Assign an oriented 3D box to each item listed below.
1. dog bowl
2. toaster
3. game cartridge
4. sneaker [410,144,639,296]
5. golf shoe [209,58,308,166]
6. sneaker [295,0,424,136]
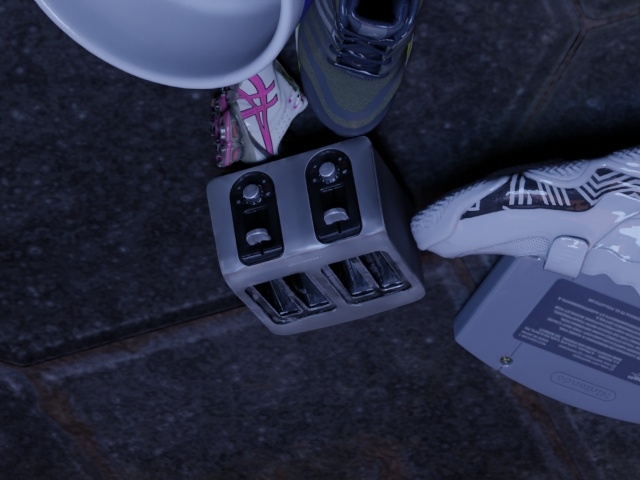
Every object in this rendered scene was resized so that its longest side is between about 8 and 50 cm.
[{"bbox_3d":[-0.123,-0.255,1.603,0.265,0.104,0.265,18,140,16],"label":"dog bowl"},{"bbox_3d":[0.000,0.000,1.862,0.168,0.110,0.185,-14,151,14],"label":"toaster"},{"bbox_3d":[0.296,0.091,1.994,0.297,0.062,0.198,21,136,-15],"label":"game cartridge"},{"bbox_3d":[0.274,0.021,1.811,0.366,0.137,0.210,-11,93,10],"label":"sneaker"},{"bbox_3d":[-0.054,-0.143,1.794,0.086,0.067,0.186,-5,143,-10],"label":"golf shoe"},{"bbox_3d":[0.036,-0.198,1.688,0.111,0.121,0.300,7,134,-2],"label":"sneaker"}]
